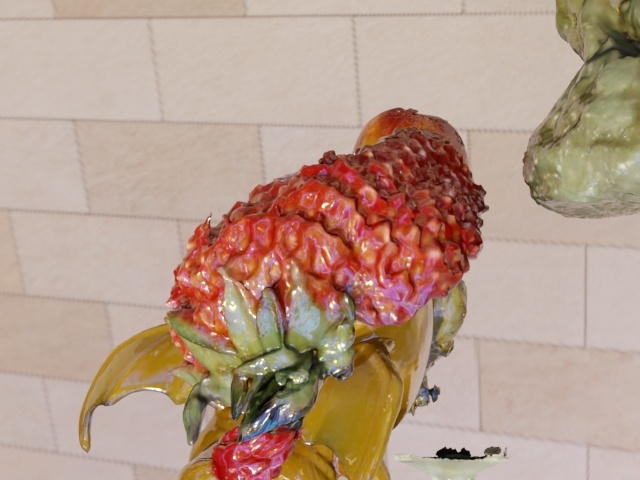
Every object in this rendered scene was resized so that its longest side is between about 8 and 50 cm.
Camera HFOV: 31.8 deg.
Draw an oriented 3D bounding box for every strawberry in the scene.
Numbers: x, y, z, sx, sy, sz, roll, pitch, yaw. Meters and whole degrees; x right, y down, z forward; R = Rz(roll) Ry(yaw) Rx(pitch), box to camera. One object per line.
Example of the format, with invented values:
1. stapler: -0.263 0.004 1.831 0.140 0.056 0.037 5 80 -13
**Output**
1. strawberry: 0.000 0.000 0.673 0.188 0.286 0.106 -18 107 37

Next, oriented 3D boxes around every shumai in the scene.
1. shumai: 0.235 -0.122 0.760 0.222 0.272 0.204 -8 90 -5

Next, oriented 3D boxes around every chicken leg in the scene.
1. chicken leg: 0.131 0.124 1.413 0.088 0.103 0.228 -3 132 -14

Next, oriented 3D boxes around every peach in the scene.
1. peach: 0.146 -0.105 1.887 0.231 0.231 0.231 8 115 19

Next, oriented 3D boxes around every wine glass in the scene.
1. wine glass: 0.147 0.385 1.234 0.143 0.143 0.321 -8 74 25

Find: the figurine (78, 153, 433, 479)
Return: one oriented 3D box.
1. figurine: -0.002 0.142 1.117 0.268 0.387 0.401 43 151 -27
